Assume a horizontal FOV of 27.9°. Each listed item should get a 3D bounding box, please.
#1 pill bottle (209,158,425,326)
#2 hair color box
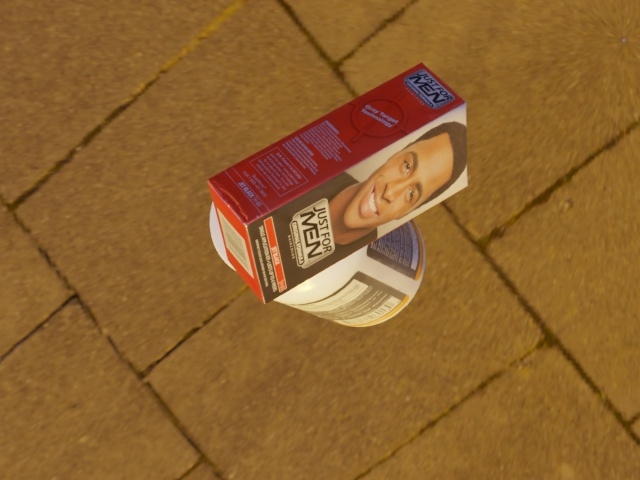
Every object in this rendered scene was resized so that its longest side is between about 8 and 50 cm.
[{"bbox_3d":[0.000,0.000,1.416,0.162,0.278,0.162,-6,76,23],"label":"pill bottle"},{"bbox_3d":[0.013,-0.032,0.707,0.141,0.072,0.043,-31,54,-16],"label":"hair color box"}]
